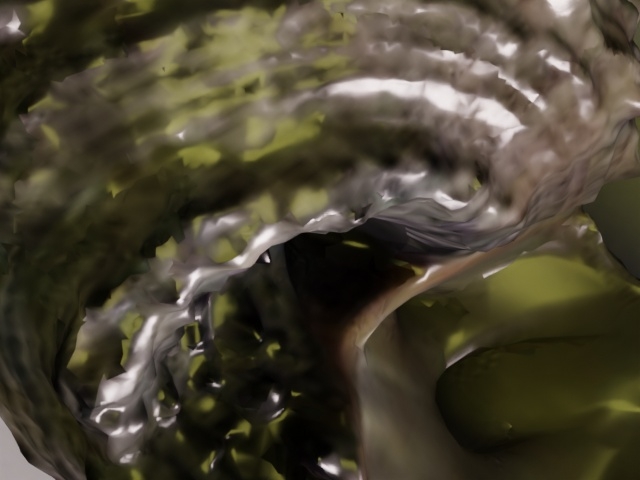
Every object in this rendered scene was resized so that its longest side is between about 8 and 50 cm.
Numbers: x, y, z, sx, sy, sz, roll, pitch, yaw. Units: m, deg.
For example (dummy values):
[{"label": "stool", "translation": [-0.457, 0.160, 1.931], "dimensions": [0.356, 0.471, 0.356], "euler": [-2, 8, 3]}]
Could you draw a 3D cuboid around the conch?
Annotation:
[{"label": "conch", "translation": [0.009, -0.002, 0.508], "dimensions": [0.240, 0.186, 0.313], "euler": [-30, 108, 5]}]
